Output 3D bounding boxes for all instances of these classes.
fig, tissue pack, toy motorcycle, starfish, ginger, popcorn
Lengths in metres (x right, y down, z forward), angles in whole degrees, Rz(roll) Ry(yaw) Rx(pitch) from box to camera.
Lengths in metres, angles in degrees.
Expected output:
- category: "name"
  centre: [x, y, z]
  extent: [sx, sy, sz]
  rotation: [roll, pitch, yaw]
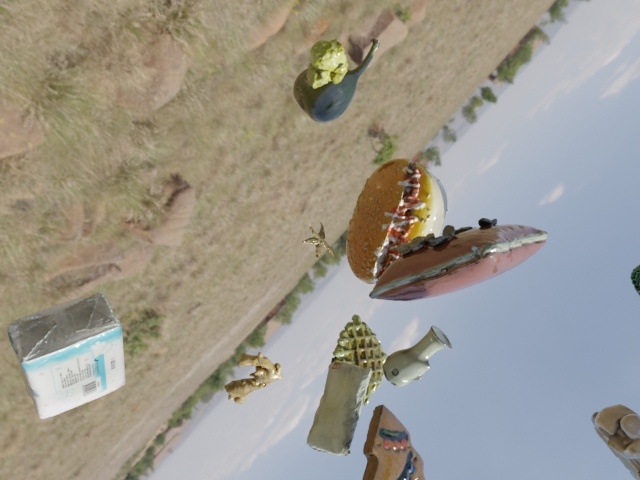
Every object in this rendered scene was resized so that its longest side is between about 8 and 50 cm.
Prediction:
- category: "fig"
  centre: [0.058, -0.421, 1.363]
  extent: [0.259, 0.151, 0.151]
  rotation: [-32, 177, -1]
- category: "tissue pack"
  centre: [-0.537, 0.252, 1.108]
  extent: [0.202, 0.124, 0.271]
  rotation: [-17, 145, -32]
- category: "toy motorcycle"
  centre: [0.687, 0.453, 1.056]
  extent: [0.108, 0.222, 0.340]
  rotation: [-33, -146, -3]
- category: "starfish"
  centre: [0.000, 0.000, 1.141]
  extent: [0.016, 0.086, 0.092]
  rotation: [-28, -141, 44]
- category: "ginger"
  centre: [-0.189, 0.392, 1.437]
  extent: [0.052, 0.177, 0.193]
  rotation: [-83, 165, -52]
- category: "popcorn"
  centre: [0.007, -0.286, 0.828]
  extent: [0.083, 0.068, 0.059]
  rotation: [-51, -153, 14]

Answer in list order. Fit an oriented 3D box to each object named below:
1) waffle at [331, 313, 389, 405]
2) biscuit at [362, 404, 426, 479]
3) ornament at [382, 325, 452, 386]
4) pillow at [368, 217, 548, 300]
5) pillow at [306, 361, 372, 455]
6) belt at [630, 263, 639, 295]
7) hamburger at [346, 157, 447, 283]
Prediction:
- category: "waffle"
  centre: [0.116, 0.343, 1.489]
  extent: [0.054, 0.214, 0.207]
  rotation: [-14, -149, 47]
- category: "biscuit"
  centre: [0.157, 0.496, 1.060]
  extent: [0.043, 0.301, 0.278]
  rotation: [-21, 166, 35]
- category: "ornament"
  centre: [0.203, 0.253, 1.093]
  extent: [0.156, 0.081, 0.075]
  rotation: [-43, 150, 17]
- category: "pillow"
  centre: [0.165, 0.018, 0.616]
  extent: [0.171, 0.075, 0.179]
  rotation: [-23, 173, 41]
- category: "pillow"
  centre: [0.046, 0.409, 1.260]
  extent: [0.128, 0.051, 0.229]
  rotation: [-5, -130, 33]
- category: "belt"
  centre: [0.799, 0.098, 1.182]
  extent: [0.079, 0.151, 0.121]
  rotation: [-38, -160, -13]
- category: "hamburger"
  centre: [0.161, -0.041, 1.168]
  extent: [0.152, 0.227, 0.295]
  rotation: [6, 102, -39]
